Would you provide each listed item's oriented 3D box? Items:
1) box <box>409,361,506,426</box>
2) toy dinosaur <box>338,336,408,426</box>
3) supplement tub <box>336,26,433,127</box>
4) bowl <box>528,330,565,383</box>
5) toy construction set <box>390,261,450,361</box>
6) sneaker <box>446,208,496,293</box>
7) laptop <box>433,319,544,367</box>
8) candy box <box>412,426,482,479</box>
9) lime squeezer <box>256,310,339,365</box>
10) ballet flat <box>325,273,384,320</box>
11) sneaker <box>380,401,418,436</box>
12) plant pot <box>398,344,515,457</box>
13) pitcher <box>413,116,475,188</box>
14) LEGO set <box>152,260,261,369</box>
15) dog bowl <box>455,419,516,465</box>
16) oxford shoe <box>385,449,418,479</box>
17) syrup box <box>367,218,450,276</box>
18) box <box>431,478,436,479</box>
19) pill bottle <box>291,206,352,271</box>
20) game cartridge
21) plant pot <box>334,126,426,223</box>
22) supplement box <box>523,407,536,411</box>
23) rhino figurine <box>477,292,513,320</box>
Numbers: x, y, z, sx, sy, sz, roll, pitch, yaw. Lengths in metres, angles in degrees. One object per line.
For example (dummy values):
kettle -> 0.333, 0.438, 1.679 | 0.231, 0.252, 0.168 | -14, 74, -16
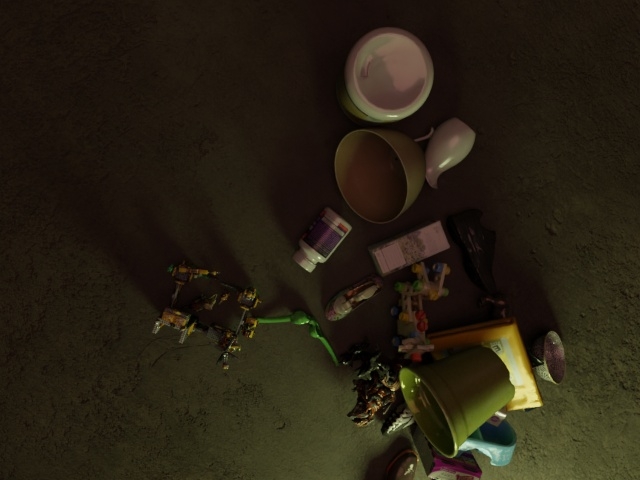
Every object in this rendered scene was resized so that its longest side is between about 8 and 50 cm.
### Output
box -> 0.426, 0.483, 1.783 | 0.323, 0.067, 0.063 | 24, 121, 4
toy dinosaur -> 0.184, 0.433, 1.813 | 0.218, 0.164, 0.322 | 45, 55, -21
supplement tub -> 0.170, -0.450, 1.612 | 0.240, 0.331, 0.241 | 0, 96, -4
bowl -> 0.731, 0.384, 1.846 | 0.080, 0.170, 0.170 | -12, 99, 41
toy construction set -> 0.302, 0.235, 1.728 | 0.151, 0.215, 0.328 | 29, 53, -19
sneaker -> 0.514, 0.032, 1.801 | 0.130, 0.109, 0.287 | -25, 99, -8
laptop -> 0.528, 0.408, 1.818 | 0.234, 0.264, 0.137 | 37, 55, -7
candy box -> 0.395, 0.678, 1.786 | 0.159, 0.233, 0.071 | 18, 99, -4
lime squeezer -> -0.049, 0.293, 1.807 | 0.310, 0.059, 0.110 | 30, 92, -7
ballet flat -> 0.109, 0.184, 1.796 | 0.221, 0.079, 0.077 | -33, 98, 0
sneaker -> 0.304, 0.574, 1.849 | 0.234, 0.078, 0.106 | -45, 94, -1
plant pot -> 0.408, 0.438, 1.634 | 0.253, 0.276, 0.276 | -24, 97, -16
pitcher -> 0.363, -0.292, 1.757 | 0.177, 0.125, 0.207 | 41, 103, 8
LEGO set -> -0.347, 0.213, 1.701 | 0.331, 0.192, 0.255 | 29, 94, -3
dog bowl -> 0.478, 0.600, 1.766 | 0.296, 0.166, 0.074 | 15, 119, -10
oxford shoe -> 0.254, 0.824, 1.858 | 0.096, 0.098, 0.272 | 25, 93, -6
syrup box -> 0.278, 0.020, 1.783 | 0.236, 0.096, 0.093 | -24, 97, -2
box -> 0.463, 0.846, 1.750 | 0.057, 0.293, 0.201 | -41, 125, 1
pill bottle -> 0.000, 0.000, 1.756 | 0.108, 0.108, 0.194 | 39, 91, -7
game cartridge -> 0.518, 0.410, 1.781 | 0.285, 0.053, 0.324 | -17, 108, 23
plant pot -> 0.207, -0.218, 1.693 | 0.190, 0.284, 0.284 | -28, 98, -37
supplement box -> 0.675, 0.507, 1.865 | 0.056, 0.083, 0.083 | -21, 97, -2
rhino figurine -> 0.589, 0.280, 1.843 | 0.106, 0.073, 0.244 | -13, 104, 1
